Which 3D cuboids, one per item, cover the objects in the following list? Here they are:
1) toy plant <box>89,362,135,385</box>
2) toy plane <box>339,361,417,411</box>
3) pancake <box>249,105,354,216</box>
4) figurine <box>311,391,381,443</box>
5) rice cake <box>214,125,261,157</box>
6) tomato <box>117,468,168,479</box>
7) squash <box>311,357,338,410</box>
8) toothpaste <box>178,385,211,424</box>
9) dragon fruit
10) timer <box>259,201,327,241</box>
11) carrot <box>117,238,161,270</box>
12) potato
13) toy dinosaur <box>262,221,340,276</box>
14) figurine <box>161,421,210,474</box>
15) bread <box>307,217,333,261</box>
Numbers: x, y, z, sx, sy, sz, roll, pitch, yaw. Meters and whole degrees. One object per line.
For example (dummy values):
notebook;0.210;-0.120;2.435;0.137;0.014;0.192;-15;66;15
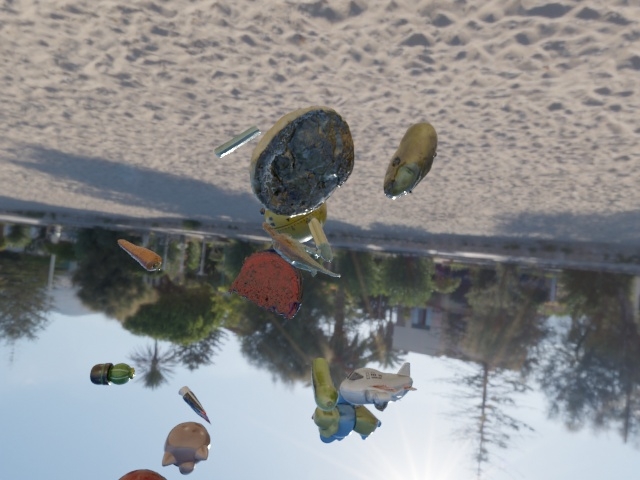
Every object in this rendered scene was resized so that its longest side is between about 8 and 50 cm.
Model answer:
toy plant;-0.828;0.534;1.930;0.162;0.093;0.093;-1;178;-4
toy plane;0.176;0.446;1.485;0.252;0.118;0.252;-1;179;0
pancake;-0.051;-0.237;1.482;0.386;0.387;0.082;8;-149;-45
figurine;0.091;0.665;1.766;0.262;0.180;0.154;34;-153;-23
rice cake;-0.296;-0.351;1.722;0.180;0.030;0.042;-32;160;-2
tomato;-0.514;0.729;1.412;0.189;0.099;0.173;-1;149;47
squash;0.011;0.485;1.616;0.083;0.083;0.250;6;-167;-7
toothpaste;-0.487;0.643;1.882;0.045;0.071;0.193;-34;-130;-29
dragon fruit;-0.198;0.170;2.097;0.343;0.282;0.100;24;175;22
timer;-0.154;-0.189;2.513;0.376;0.387;0.376;-26;-159;11
carrot;-0.631;0.037;1.663;0.256;0.061;0.061;27;-170;32
potato;0.317;-0.271;1.690;0.141;0.296;0.191;30;173;10
toy dinosaur;-0.060;0.054;1.644;0.205;0.092;0.393;33;-173;-40
figurine;-0.357;0.552;1.295;0.125;0.125;0.138;6;-164;-12
bread;0.000;0.000;2.237;0.060;0.139;0.178;-23;-137;0
